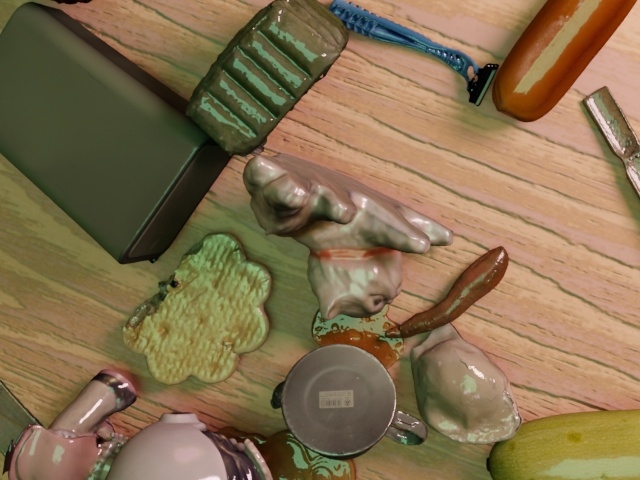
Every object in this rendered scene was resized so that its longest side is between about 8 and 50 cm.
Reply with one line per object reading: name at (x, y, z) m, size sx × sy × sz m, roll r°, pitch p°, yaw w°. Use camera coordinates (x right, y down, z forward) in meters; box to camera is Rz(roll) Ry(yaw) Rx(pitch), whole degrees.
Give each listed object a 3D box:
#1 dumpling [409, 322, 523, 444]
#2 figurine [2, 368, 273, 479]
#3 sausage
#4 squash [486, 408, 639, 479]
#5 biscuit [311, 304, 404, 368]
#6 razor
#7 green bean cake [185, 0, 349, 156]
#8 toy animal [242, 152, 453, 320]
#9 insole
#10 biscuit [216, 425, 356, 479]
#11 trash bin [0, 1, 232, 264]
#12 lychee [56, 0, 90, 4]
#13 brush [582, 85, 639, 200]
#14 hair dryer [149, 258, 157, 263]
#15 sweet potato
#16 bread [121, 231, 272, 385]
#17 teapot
dumpling at (0.198, 0.212, 1.515) m, size 0.136 × 0.118 × 0.199 m, roll -40°, pitch 62°, yaw 19°
figurine at (-0.260, 0.373, 1.553) m, size 0.361 × 0.211 × 0.253 m, roll 19°, pitch 114°, yaw 20°
sausage at (0.331, -0.278, 1.417) m, size 0.105 × 0.105 × 0.274 m, roll 38°, pitch 102°, yaw 3°
squash at (0.357, 0.311, 1.488) m, size 0.247 × 0.132 × 0.132 m, roll -8°, pitch 97°, yaw 10°
biscuit at (0.063, 0.129, 1.567) m, size 0.140 × 0.023 × 0.118 m, roll 35°, pitch 99°, yaw 3°
razor at (0.127, -0.277, 1.488) m, size 0.253 × 0.042 × 0.082 m, roll 26°, pitch 143°, yaw 7°
green bean cake at (-0.067, -0.223, 1.434) m, size 0.125 × 0.227 × 0.222 m, roll 41°, pitch 107°, yaw 0°
toy animal at (0.000, 0.000, 1.424) m, size 0.266 × 0.308 × 0.188 m, roll 39°, pitch 108°, yaw 10°
insole at (-0.572, 0.230, 1.701) m, size 0.348 × 0.009 × 0.119 m, roll 46°, pitch 102°, yaw 1°
biscuit at (-0.064, 0.360, 1.622) m, size 0.236 × 0.040 × 0.144 m, roll 2°, pitch 104°, yaw 12°
trash bin at (-0.322, -0.157, 1.520) m, size 0.343 × 0.158 × 0.223 m, roll 38°, pitch 102°, yaw 12°
lychee at (-0.329, -0.449, 1.448) m, size 0.271 × 0.236 × 0.236 m, roll -30°, pitch 93°, yaw -9°
brush at (0.440, -0.098, 1.464) m, size 0.043 × 0.036 × 0.248 m, roll -31°, pitch 86°, yaw 9°
hair dryer at (-0.257, -0.017, 1.603) m, size 0.083 × 0.031 × 0.079 m, roll -44°, pitch 100°, yaw 5°
sweet potato at (0.188, 0.087, 1.520) m, size 0.214 × 0.050 × 0.050 m, roll -40°, pitch 90°, yaw 9°
bread at (-0.174, 0.117, 1.599) m, size 0.182 × 0.039 × 0.251 m, roll 44°, pitch 103°, yaw 1°
teapot at (0.038, 0.254, 1.535) m, size 0.239 × 0.149 × 0.162 m, roll 11°, pitch 65°, yaw 8°
